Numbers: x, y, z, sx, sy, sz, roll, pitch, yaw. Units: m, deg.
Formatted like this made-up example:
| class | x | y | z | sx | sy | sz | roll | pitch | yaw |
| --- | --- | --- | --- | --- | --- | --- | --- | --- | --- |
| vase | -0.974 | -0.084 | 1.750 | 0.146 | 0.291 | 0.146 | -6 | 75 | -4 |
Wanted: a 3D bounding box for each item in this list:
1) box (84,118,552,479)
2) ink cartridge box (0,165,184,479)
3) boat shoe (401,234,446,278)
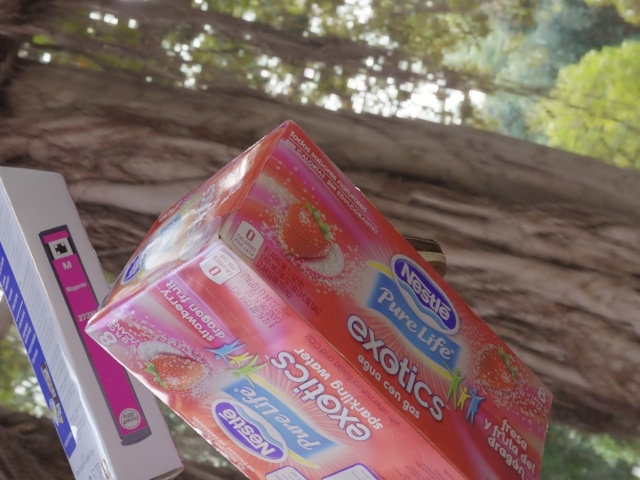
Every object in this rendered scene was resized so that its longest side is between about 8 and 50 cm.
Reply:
| class | x | y | z | sx | sy | sz | roll | pitch | yaw |
| --- | --- | --- | --- | --- | --- | --- | --- | --- | --- |
| box | 0.009 | 0.088 | 0.783 | 0.154 | 0.300 | 0.142 | -32 | 21 | 36 |
| ink cartridge box | -0.238 | 0.069 | 1.017 | 0.069 | 0.371 | 0.176 | -21 | -13 | -26 |
| boat shoe | 0.000 | -0.003 | 1.131 | 0.095 | 0.257 | 0.095 | 99 | 173 | -68 |
